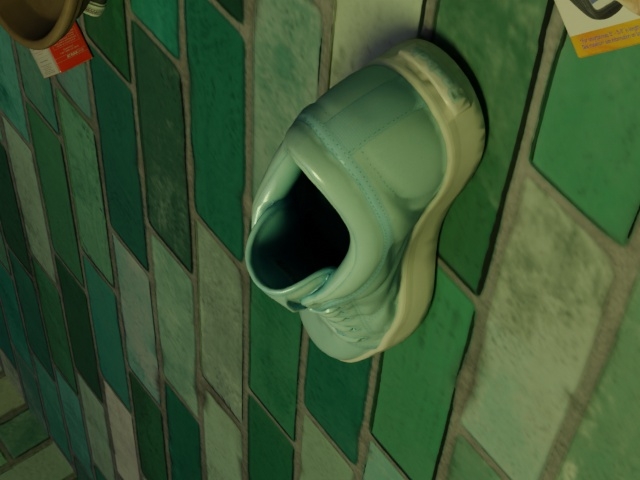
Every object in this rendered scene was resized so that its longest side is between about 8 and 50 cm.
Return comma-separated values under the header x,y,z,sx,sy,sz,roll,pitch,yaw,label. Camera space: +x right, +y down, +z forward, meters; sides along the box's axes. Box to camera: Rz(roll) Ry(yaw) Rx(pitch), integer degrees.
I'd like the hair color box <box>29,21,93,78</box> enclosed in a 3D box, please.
x,y,z,sx,sy,sz,roll,pitch,yaw,label
-0.301,-0.248,1.437,0.072,0.043,0.141,3,121,63,hair color box

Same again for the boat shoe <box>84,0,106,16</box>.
x,y,z,sx,sy,sz,roll,pitch,yaw,label
-0.237,-0.268,1.290,0.142,0.049,0.040,52,121,36,boat shoe

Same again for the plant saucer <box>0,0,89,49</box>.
x,y,z,sx,sy,sz,roll,pitch,yaw,label
-0.269,-0.315,1.226,0.278,0.041,0.277,32,130,48,plant saucer

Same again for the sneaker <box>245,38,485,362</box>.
x,y,z,sx,sy,sz,roll,pitch,yaw,label
0.000,0.000,0.977,0.135,0.150,0.366,51,155,23,sneaker

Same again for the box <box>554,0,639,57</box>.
x,y,z,sx,sy,sz,roll,pitch,yaw,label
0.135,-0.162,0.669,0.136,0.028,0.081,63,157,-10,box
